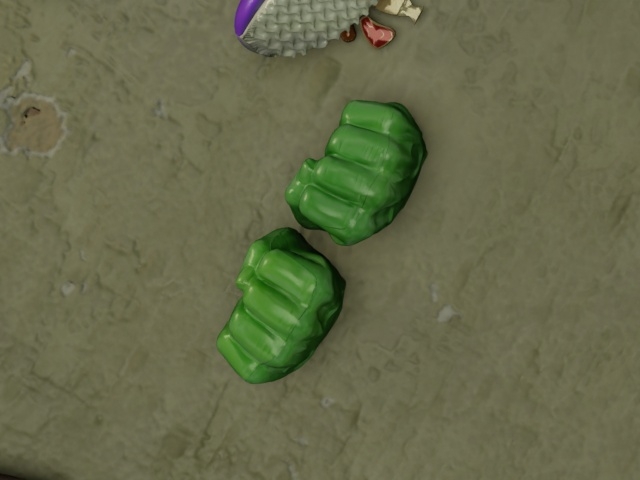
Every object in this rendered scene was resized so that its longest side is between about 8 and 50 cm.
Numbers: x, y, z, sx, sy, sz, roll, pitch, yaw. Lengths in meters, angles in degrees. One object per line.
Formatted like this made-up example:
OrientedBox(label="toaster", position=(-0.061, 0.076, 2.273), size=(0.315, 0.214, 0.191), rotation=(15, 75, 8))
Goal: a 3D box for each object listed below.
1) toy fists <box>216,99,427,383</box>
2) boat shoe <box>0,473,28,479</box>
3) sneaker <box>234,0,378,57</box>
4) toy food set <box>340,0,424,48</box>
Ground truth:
OrientedBox(label="toy fists", position=(0.000, 0.000, 1.760), size=(0.096, 0.142, 0.279), rotation=(32, 97, 3))
OrientedBox(label="boat shoe", position=(-0.310, 0.383, 1.840), size=(0.123, 0.123, 0.342), rotation=(11, 89, 7))
OrientedBox(label="sneaker", position=(0.010, -0.300, 1.752), size=(0.293, 0.102, 0.146), rotation=(-51, 53, 8))
OrientedBox(label="toy food set", position=(0.025, -0.216, 1.802), size=(0.122, 0.019, 0.078), rotation=(38, 97, 3))
